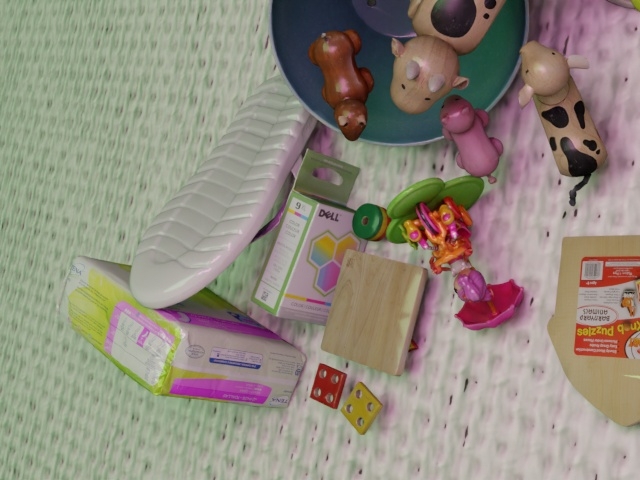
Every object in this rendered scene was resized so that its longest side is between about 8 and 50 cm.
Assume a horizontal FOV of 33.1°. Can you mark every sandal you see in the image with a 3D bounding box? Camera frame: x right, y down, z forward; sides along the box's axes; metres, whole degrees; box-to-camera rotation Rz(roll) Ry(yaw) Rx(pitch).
[{"bbox_3d":[-0.093,-0.059,1.423,0.169,0.102,0.416,5,53,42],"label":"sandal"}]

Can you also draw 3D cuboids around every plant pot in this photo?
[{"bbox_3d":[0.094,-0.282,1.276,0.290,0.290,0.195,-49,13,24],"label":"plant pot"}]

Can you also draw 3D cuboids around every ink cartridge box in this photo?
[{"bbox_3d":[0.000,0.000,1.380,0.062,0.109,0.209,26,97,45],"label":"ink cartridge box"}]

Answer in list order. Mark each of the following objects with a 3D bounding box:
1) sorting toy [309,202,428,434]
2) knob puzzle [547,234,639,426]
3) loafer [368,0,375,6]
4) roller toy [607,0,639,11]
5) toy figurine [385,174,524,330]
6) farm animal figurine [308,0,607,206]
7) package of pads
[{"bbox_3d":[0.073,0.098,1.326,0.132,0.046,0.275,13,88,46],"label":"sorting toy"},{"bbox_3d":[0.320,0.092,1.094,0.213,0.030,0.213,-14,70,41],"label":"knob puzzle"},{"bbox_3d":[0.025,-0.284,1.429,0.111,0.112,0.320,-40,53,41],"label":"loafer"},{"bbox_3d":[0.324,-0.354,1.124,0.209,0.146,0.191,40,107,44],"label":"roller toy"},{"bbox_3d":[0.159,0.023,1.198,0.130,0.173,0.159,-34,69,13],"label":"toy figurine"},{"bbox_3d":[0.151,-0.203,1.090,0.172,0.330,0.327,-74,-6,-68],"label":"farm animal figurine"},{"bbox_3d":[-0.199,0.124,1.460,0.296,0.229,0.101,27,98,46],"label":"package of pads"}]
